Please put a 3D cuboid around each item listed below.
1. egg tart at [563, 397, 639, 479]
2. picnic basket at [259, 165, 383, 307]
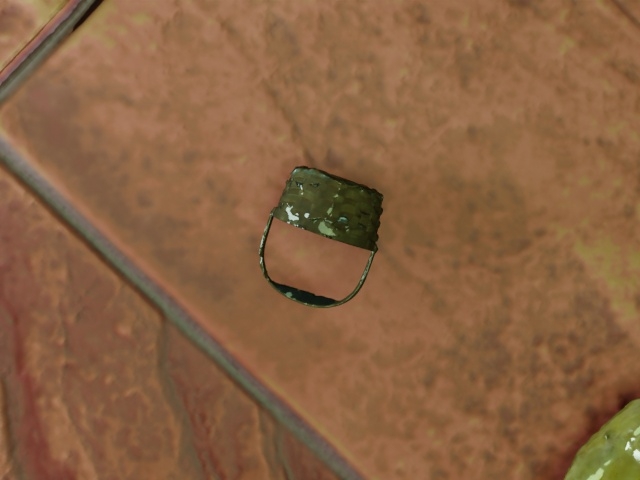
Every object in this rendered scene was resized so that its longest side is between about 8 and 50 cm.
[{"bbox_3d":[0.289,0.226,0.590,0.290,0.115,0.291,0,97,-4],"label":"egg tart"},{"bbox_3d":[0.000,0.000,0.569,0.072,0.072,0.083,19,94,-6],"label":"picnic basket"}]
